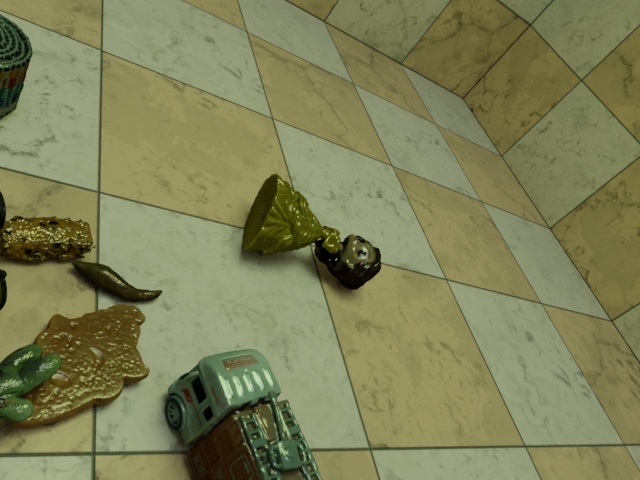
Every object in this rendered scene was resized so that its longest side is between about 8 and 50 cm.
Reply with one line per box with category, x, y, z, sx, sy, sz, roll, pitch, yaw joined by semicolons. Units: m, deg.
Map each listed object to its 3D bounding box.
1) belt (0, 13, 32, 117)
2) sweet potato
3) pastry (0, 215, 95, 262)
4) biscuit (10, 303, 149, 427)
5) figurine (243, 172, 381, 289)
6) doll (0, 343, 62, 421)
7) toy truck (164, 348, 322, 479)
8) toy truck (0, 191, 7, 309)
belt;-0.663;-0.352;0.931;0.295;0.160;0.207;28;36;-20
sweet potato;-0.339;0.072;0.896;0.153;0.038;0.041;28;59;-23
pastry;-0.440;-0.005;0.864;0.140;0.056;0.080;8;42;-43
biscuit;-0.342;0.175;0.777;0.162;0.035;0.250;36;33;3
figurine;0.002;-0.003;1.200;0.315;0.168;0.187;25;10;-21
doll;-0.401;0.181;0.662;0.115;0.077;0.150;24;41;16
toy truck;-0.099;0.302;0.764;0.136;0.162;0.305;-1;52;-45
toy truck;-0.461;0.013;0.672;0.147;0.165;0.224;-6;94;-53
